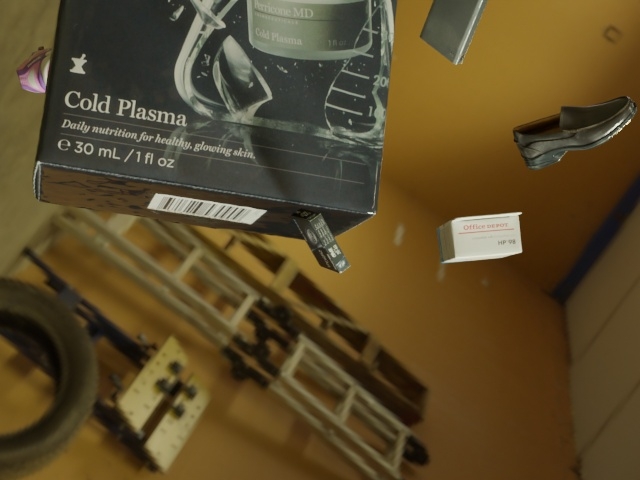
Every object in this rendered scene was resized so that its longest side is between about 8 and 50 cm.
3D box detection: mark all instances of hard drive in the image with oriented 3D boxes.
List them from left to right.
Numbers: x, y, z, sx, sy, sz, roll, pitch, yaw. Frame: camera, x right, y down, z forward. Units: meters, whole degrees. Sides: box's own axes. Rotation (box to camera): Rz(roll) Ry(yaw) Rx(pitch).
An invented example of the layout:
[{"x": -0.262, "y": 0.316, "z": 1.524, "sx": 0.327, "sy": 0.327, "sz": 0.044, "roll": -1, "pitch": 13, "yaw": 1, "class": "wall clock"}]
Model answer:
[{"x": 0.224, "y": -0.377, "z": 1.841, "sx": 0.022, "sy": 0.094, "sz": 0.135, "roll": -15, "pitch": 138, "yaw": -40, "class": "hard drive"}]

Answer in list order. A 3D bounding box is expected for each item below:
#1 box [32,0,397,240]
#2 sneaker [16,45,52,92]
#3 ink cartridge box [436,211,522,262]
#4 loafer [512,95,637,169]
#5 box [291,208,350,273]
[{"x": -0.155, "y": -0.274, "z": 1.648, "sx": 0.297, "sy": 0.480, "sz": 0.471, "roll": 149, "pitch": -52, "yaw": -73, "class": "box"}, {"x": -0.473, "y": -0.329, "z": 2.017, "sx": 0.105, "sy": 0.095, "sz": 0.236, "roll": -4, "pitch": -156, "yaw": 23, "class": "sneaker"}, {"x": 0.243, "y": -0.003, "z": 1.682, "sx": 0.180, "sy": 0.104, "sz": 0.060, "roll": 115, "pitch": -30, "yaw": -86, "class": "ink cartridge box"}, {"x": 0.338, "y": -0.154, "z": 1.477, "sx": 0.170, "sy": 0.061, "sz": 0.062, "roll": -27, "pitch": -153, "yaw": 27, "class": "loafer"}, {"x": 0.000, "y": 0.000, "z": 1.427, "sx": 0.018, "sy": 0.083, "sz": 0.067, "roll": -35, "pitch": -160, "yaw": -15, "class": "box"}]
